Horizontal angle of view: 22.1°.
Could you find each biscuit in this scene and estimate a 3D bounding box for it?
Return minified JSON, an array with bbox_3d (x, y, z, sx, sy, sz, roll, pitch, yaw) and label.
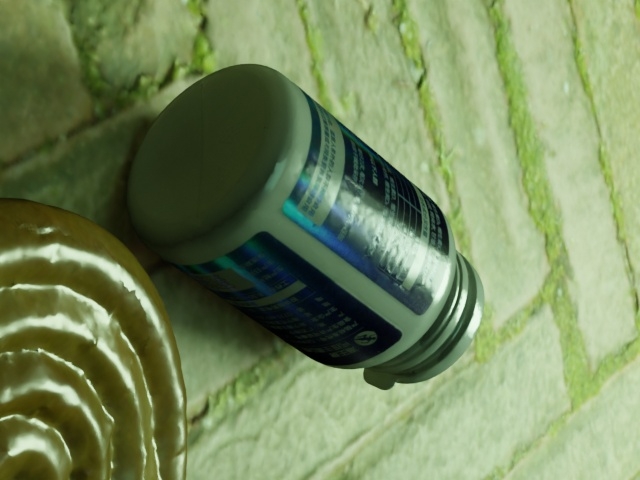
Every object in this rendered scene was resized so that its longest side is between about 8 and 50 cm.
[{"bbox_3d":[-0.140,0.112,0.696,0.262,0.037,0.262,-24,119,-51],"label":"biscuit"}]

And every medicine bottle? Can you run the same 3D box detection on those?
[{"bbox_3d":[0.000,0.000,0.839,0.191,0.107,0.107,37,63,-41],"label":"medicine bottle"}]
